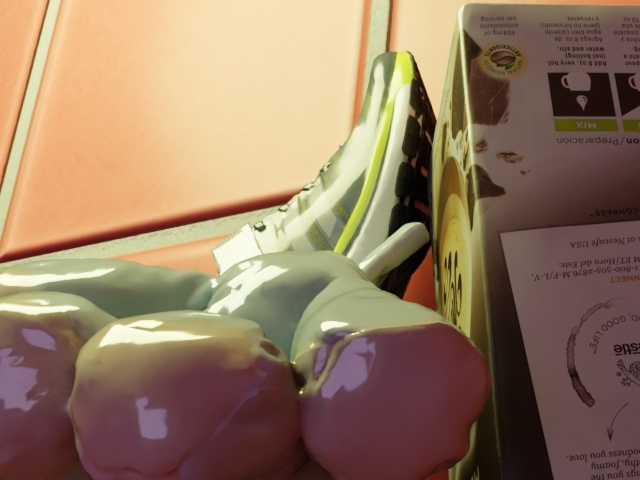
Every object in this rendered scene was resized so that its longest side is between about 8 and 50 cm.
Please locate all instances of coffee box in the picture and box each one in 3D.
[{"bbox_3d":[0.127,0.044,0.570,0.118,0.168,0.297,0,59,-1],"label":"coffee box"}]

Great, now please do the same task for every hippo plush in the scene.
[{"bbox_3d":[-0.049,0.130,0.524,0.234,0.294,0.237,0,100,-1],"label":"hippo plush"}]

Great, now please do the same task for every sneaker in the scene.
[{"bbox_3d":[0.000,0.000,0.724,0.121,0.111,0.300,10,66,23],"label":"sneaker"}]

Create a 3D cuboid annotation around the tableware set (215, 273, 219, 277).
[{"bbox_3d":[-0.083,0.076,0.803,0.194,0.039,0.128,-37,49,12],"label":"tableware set"}]
